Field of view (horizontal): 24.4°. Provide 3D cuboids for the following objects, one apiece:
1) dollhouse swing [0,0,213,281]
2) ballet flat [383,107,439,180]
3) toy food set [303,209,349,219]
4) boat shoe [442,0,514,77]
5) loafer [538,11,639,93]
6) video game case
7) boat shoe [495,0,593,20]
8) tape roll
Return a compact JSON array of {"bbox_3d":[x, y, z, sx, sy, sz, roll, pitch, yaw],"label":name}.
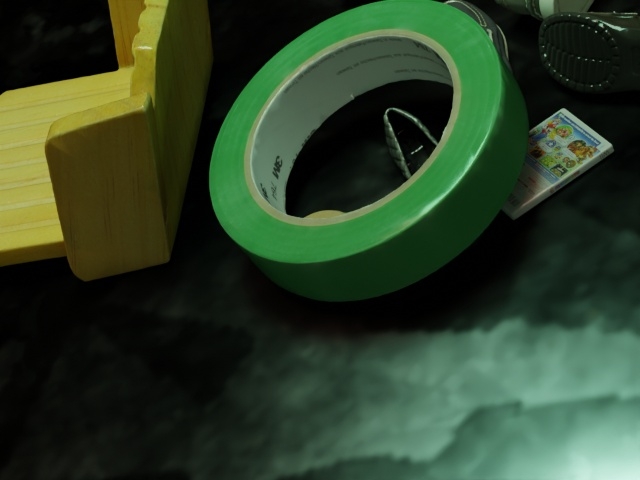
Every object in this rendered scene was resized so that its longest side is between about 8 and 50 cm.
[{"bbox_3d":[-0.296,-0.163,1.656,0.305,0.315,0.347,3,47,6],"label":"dollhouse swing"},{"bbox_3d":[0.105,-0.077,1.494,0.057,0.049,0.173,-40,39,2],"label":"ballet flat"},{"bbox_3d":[0.000,0.000,1.501,0.083,0.020,0.082,-33,40,-3],"label":"toy food set"},{"bbox_3d":[0.162,-0.213,1.592,0.075,0.065,0.206,-22,41,7],"label":"boat shoe"},{"bbox_3d":[0.317,-0.187,1.481,0.078,0.080,0.220,-18,26,-41],"label":"loafer"},{"bbox_3d":[0.216,-0.077,1.461,0.122,0.011,0.087,-34,40,-6],"label":"video game case"},{"bbox_3d":[0.297,-0.363,1.637,0.091,0.109,0.305,18,63,36],"label":"boat shoe"},{"bbox_3d":[0.044,-0.094,1.467,0.321,0.077,0.321,-17,50,22],"label":"tape roll"}]
